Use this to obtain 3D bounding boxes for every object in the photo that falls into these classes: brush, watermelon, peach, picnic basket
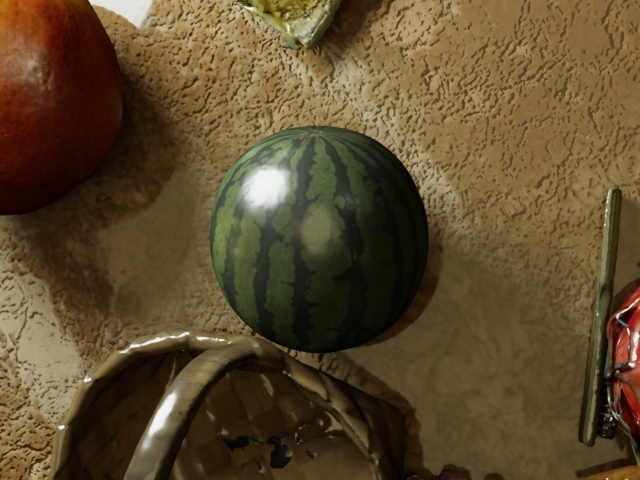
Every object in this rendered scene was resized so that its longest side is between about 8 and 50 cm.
[{"bbox_3d":[0.277,0.073,1.109,0.036,0.043,0.248,6,86,3],"label":"brush"},{"bbox_3d":[0.000,0.000,1.076,0.212,0.212,0.212,-1,86,9],"label":"watermelon"},{"bbox_3d":[-0.330,-0.154,1.124,0.281,0.238,0.281,5,79,-30],"label":"peach"},{"bbox_3d":[-0.103,0.226,1.007,0.337,0.337,0.293,17,92,10],"label":"picnic basket"}]

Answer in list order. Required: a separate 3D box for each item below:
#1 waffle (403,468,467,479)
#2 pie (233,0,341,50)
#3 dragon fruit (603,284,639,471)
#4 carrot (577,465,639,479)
[{"bbox_3d":[0.138,0.344,1.105,0.221,0.055,0.234,22,92,12],"label":"waffle"},{"bbox_3d":[0.010,-0.329,1.164,0.128,0.068,0.282,30,92,-1],"label":"pie"},{"bbox_3d":[0.342,0.118,1.013,0.193,0.192,0.274,19,65,35],"label":"dragon fruit"},{"bbox_3d":[0.342,0.236,1.072,0.205,0.072,0.072,5,87,12],"label":"carrot"}]
